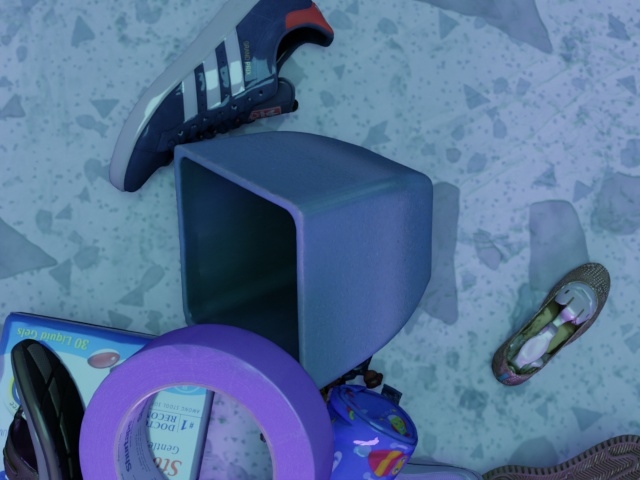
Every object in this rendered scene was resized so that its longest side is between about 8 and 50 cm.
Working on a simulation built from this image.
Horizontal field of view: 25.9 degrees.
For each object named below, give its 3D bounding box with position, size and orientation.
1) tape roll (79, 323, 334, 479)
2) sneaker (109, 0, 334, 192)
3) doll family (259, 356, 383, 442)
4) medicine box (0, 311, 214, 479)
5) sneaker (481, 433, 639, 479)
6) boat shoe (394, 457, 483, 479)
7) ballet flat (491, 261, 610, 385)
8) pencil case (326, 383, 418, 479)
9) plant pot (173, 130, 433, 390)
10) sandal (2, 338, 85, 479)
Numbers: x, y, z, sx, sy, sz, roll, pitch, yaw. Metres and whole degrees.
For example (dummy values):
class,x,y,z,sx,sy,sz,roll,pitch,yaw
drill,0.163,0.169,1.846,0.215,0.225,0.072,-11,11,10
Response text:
class,x,y,z,sx,sy,sz,roll,pitch,yaw
tape roll,-0.127,0.236,1.558,0.275,0.090,0.274,3,104,14
sneaker,-0.118,-0.178,1.762,0.148,0.131,0.350,39,85,5
doll family,-0.005,0.184,1.772,0.111,0.076,0.193,43,91,20
medicine box,-0.276,0.252,1.720,0.264,0.149,0.289,10,86,-2
sneaker,0.324,0.328,1.770,0.282,0.153,0.099,-23,62,27
boat shoe,0.098,0.316,1.771,0.226,0.076,0.083,4,92,19
ballet flat,0.306,0.110,1.795,0.073,0.067,0.206,42,85,1
pencil case,-0.006,0.310,1.705,0.133,0.119,0.306,44,107,31
plant pot,0.000,0.000,1.676,0.252,0.247,0.247,-20,122,-34
sandal,-0.319,0.263,1.590,0.086,0.120,0.302,-12,87,11
